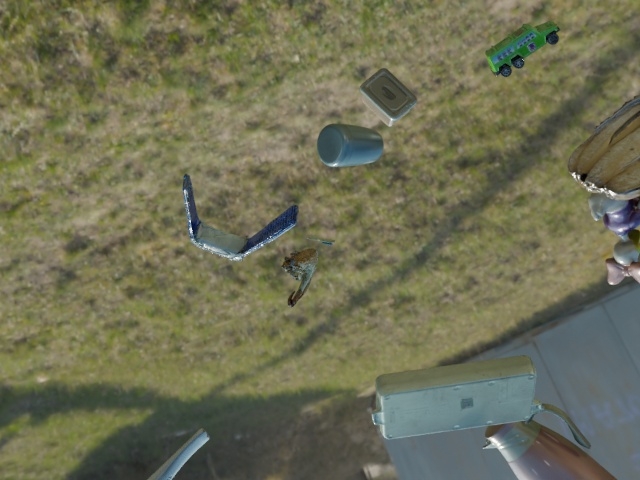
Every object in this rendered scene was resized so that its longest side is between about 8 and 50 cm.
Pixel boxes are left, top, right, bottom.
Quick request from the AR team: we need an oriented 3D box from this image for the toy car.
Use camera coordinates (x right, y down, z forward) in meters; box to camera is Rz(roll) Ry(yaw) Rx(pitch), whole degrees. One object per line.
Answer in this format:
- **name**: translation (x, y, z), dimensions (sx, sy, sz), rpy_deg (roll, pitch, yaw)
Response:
- **toy car**: translation (0.437, -0.424, 1.597), dimensions (0.165, 0.071, 0.062), rpy_deg (-33, 113, 17)

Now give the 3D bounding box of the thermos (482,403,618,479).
- **thermos**: translation (0.463, 0.438, 1.477), dimensions (0.176, 0.265, 0.146), rpy_deg (-47, 177, 21)

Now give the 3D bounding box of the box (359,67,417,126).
- **box**: translation (0.158, -0.334, 1.737), dimensions (0.089, 0.122, 0.062), rpy_deg (-41, 167, -15)

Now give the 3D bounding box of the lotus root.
- **lotus root**: translation (0.577, -0.169, 1.278), dimensions (0.329, 0.167, 0.078), rpy_deg (-33, 138, -13)

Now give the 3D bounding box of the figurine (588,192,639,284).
- **figurine**: translation (0.891, -0.069, 2.186), dimensions (0.193, 0.421, 0.154), rpy_deg (-35, -160, -29)

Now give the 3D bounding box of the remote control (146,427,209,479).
- **remote control**: translation (-0.264, 0.404, 1.281), dimensions (0.184, 0.027, 0.050), rpy_deg (-43, 156, -19)

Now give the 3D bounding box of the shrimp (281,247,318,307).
- **shrimp**: translation (-0.050, 0.074, 1.435), dimensions (0.178, 0.034, 0.124), rpy_deg (-18, 128, -71)

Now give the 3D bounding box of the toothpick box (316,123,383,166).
- **toothpick box**: translation (0.090, -0.269, 2.091), dimensions (0.184, 0.120, 0.120), rpy_deg (-5, 154, -45)

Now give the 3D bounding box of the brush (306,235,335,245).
- **brush**: translation (0.000, 0.000, 1.933), dimensions (0.083, 0.013, 0.016), rpy_deg (11, -155, 25)

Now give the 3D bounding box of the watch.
- **watch**: translation (-0.189, -0.037, 1.743), dimensions (0.276, 0.068, 0.275), rpy_deg (18, 149, 4)

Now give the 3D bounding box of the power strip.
- **power strip**: translation (0.210, 0.243, 1.138), dimensions (0.270, 0.046, 0.118), rpy_deg (-7, 127, -1)
